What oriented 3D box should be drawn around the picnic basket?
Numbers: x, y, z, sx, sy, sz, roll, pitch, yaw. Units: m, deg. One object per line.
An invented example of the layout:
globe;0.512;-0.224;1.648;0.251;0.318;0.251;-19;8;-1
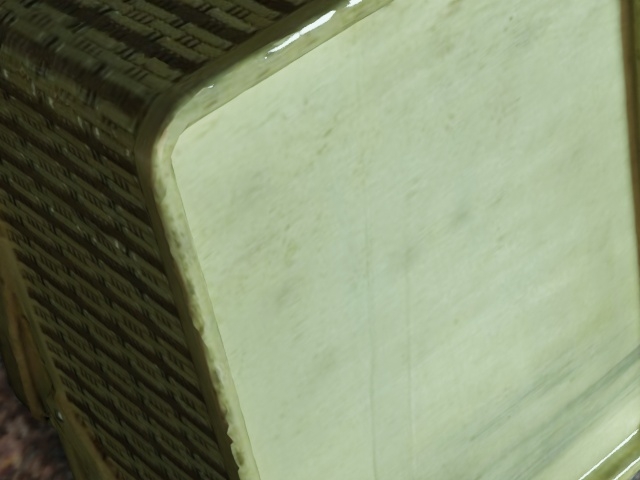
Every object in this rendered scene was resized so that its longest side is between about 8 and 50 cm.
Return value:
picnic basket;0.000;0.000;0.607;0.228;0.175;0.313;-34;133;-25
